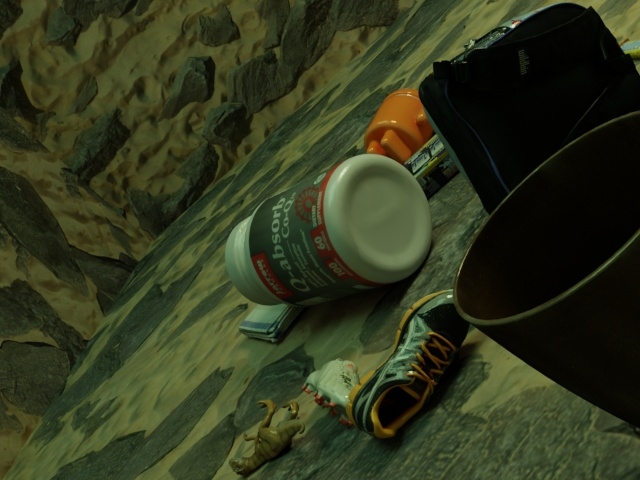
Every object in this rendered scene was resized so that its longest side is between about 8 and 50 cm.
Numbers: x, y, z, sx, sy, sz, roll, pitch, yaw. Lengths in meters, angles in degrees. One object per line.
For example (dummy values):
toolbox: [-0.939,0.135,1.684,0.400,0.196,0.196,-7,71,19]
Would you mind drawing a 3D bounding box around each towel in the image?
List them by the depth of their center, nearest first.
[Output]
towel: [-0.041,0.084,1.851,0.285,0.034,0.209,-50,16,-17]

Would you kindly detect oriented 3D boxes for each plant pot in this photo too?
plant pot: [0.259,0.056,0.720,0.215,0.230,0.215,-43,14,14]

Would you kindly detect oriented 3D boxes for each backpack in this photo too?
backpack: [0.290,-0.181,1.264,0.263,0.276,0.213,-35,14,-10]

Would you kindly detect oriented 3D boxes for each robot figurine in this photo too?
robot figurine: [0.165,-0.228,1.926,0.158,0.128,0.219,95,-163,-44]

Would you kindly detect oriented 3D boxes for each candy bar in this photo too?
candy bar: [0.492,-0.291,1.413,0.040,0.018,0.161,-46,16,0]

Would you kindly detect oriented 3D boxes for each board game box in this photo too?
board game box: [0.232,-0.162,1.727,0.170,0.048,0.141,-42,13,16]

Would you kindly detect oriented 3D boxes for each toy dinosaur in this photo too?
toy dinosaur: [-0.058,0.281,1.361,0.211,0.064,0.112,-45,30,41]

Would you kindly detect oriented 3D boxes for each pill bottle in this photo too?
pill bottle: [0.000,0.000,1.589,0.363,0.210,0.210,-22,28,52]

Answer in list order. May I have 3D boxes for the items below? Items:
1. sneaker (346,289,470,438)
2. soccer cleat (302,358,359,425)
sneaker: [0.120,0.157,1.145,0.215,0.084,0.083,-55,17,3]
soccer cleat: [0.028,0.201,1.298,0.076,0.068,0.196,-45,12,-9]
